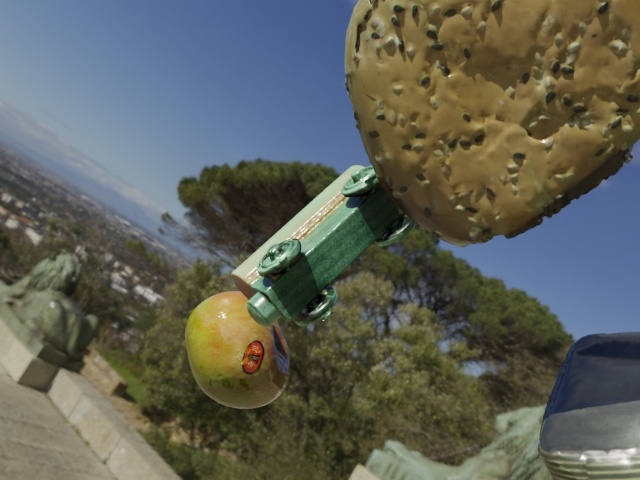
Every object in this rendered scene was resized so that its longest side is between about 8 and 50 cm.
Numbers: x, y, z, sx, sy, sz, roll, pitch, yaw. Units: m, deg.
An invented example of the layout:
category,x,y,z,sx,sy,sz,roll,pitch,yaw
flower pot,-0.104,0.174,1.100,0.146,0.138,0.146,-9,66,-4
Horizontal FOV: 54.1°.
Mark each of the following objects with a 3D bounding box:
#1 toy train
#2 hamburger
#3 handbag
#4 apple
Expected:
category,x,y,z,sx,sy,sz,roll,pitch,yaw
toy train,0.000,0.000,0.851,0.116,0.285,0.177,52,-17,-20
hamburger,0.169,-0.174,0.622,0.277,0.318,0.195,43,28,-5
handbag,0.405,0.257,0.708,0.247,0.240,0.341,-15,8,30
apple,-0.179,0.237,1.368,0.261,0.194,0.260,-17,90,-85
